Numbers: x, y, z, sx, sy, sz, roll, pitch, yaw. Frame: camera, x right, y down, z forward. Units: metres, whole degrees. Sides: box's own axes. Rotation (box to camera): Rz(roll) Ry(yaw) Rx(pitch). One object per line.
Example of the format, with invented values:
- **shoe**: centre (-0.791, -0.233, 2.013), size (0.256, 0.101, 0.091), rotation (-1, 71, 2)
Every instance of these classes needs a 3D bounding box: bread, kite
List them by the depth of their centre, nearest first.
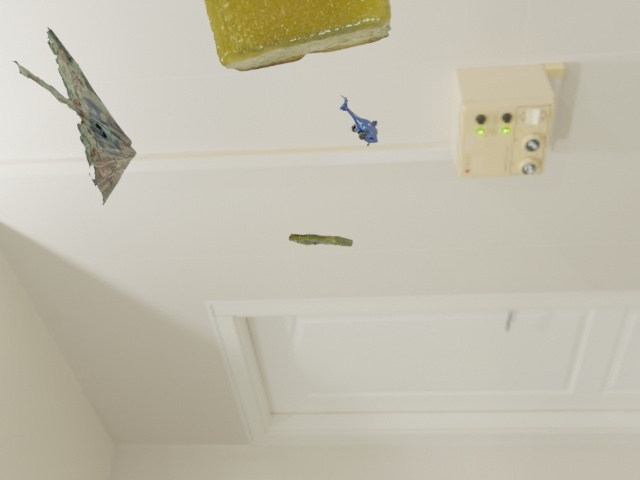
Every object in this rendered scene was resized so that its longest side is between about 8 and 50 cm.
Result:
- **bread**: centre (-0.057, -0.492, 1.146), size (0.143, 0.324, 0.333), rotation (-120, 17, -83)
- **kite**: centre (-0.429, -0.228, 1.205), size (0.406, 0.014, 0.368), rotation (66, -172, 19)

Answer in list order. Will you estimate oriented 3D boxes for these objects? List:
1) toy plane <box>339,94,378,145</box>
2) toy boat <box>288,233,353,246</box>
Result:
- **toy plane**: centre (0.098, -0.294, 1.618), size (0.167, 0.062, 0.054), rotation (38, -169, -40)
- **toy boat**: centre (0.000, 0.000, 1.268), size (0.063, 0.115, 0.016), rotation (15, -100, -51)
